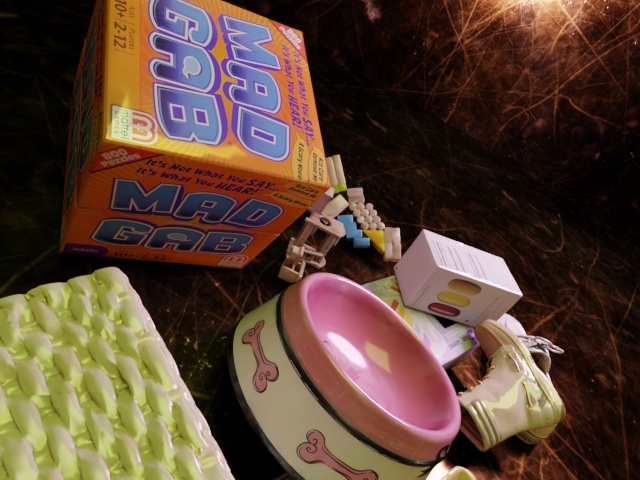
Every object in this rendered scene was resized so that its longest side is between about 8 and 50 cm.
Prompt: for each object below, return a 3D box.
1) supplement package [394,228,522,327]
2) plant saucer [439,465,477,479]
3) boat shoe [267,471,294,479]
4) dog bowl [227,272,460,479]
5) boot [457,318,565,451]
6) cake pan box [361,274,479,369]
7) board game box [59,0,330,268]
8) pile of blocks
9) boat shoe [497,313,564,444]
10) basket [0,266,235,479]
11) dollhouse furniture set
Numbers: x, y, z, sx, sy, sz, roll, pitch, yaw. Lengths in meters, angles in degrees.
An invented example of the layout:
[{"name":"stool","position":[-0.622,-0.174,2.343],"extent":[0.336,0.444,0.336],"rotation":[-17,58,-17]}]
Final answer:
[{"name":"supplement package","position":[0.320,0.096,1.194],"extent":[0.244,0.139,0.134],"rotation":[18,35,-20]},{"name":"plant saucer","position":[0.208,0.544,0.706],"extent":[0.333,0.081,0.333],"rotation":[-9,52,-46]},{"name":"boat shoe","position":[-0.092,0.360,0.683],"extent":[0.095,0.095,0.257],"rotation":[39,34,19]},{"name":"dog bowl","position":[0.057,0.221,0.837],"extent":[0.408,0.150,0.408],"rotation":[35,21,-15]},{"name":"boot","position":[0.350,0.296,1.066],"extent":[0.203,0.095,0.262],"rotation":[-16,48,-13]},{"name":"cake pan box","position":[0.227,0.190,1.182],"extent":[0.267,0.070,0.245],"rotation":[-8,53,-46]},{"name":"board game box","position":[-0.248,-0.189,0.928],"extent":[0.357,0.356,0.356],"rotation":[7,61,-33]},{"name":"pile of blocks","position":[0.079,-0.067,1.377],"extent":[0.362,0.149,0.112],"rotation":[52,-6,12]},{"name":"boat shoe","position":[0.501,0.284,1.203],"extent":[0.136,0.156,0.367],"rotation":[28,34,-8]},{"name":"basket","position":[-0.280,0.243,0.475],"extent":[0.328,0.266,0.331],"rotation":[-17,55,-34]},{"name":"dollhouse furniture set","position":[0.000,0.000,1.131],"extent":[0.101,0.182,0.161],"rotation":[27,34,-9]}]
